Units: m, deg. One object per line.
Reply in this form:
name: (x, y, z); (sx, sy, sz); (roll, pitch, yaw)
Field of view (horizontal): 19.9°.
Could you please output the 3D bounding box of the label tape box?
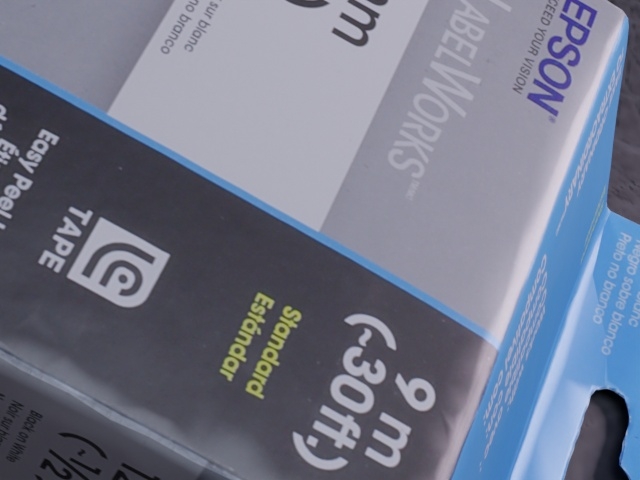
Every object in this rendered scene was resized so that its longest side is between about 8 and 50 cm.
label tape box: (0.000, 0.000, 0.619); (0.348, 0.115, 0.249); (28, 54, -4)
